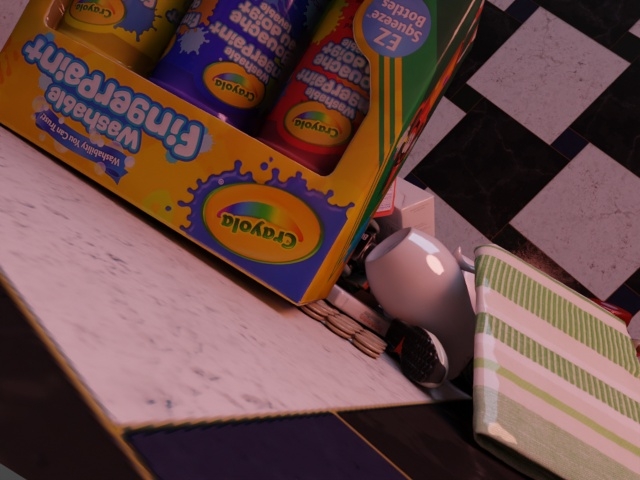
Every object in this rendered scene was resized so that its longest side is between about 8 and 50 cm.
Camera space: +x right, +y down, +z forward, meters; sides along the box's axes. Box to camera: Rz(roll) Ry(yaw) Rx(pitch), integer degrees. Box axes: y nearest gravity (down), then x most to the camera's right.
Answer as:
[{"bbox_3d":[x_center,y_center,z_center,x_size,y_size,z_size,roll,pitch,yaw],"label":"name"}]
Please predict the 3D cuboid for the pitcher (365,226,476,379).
[{"bbox_3d":[0.180,0.069,0.663,0.207,0.178,0.125,51,4,-7],"label":"pitcher"}]

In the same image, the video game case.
[{"bbox_3d":[0.031,0.090,0.748,0.206,0.026,0.227,37,-4,-37],"label":"video game case"}]

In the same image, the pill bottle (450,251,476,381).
[{"bbox_3d":[0.345,0.184,0.834,0.363,0.210,0.210,32,0,-10],"label":"pill bottle"}]

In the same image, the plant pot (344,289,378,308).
[{"bbox_3d":[0.134,0.042,1.161,0.263,0.229,0.263,31,0,0],"label":"plant pot"}]

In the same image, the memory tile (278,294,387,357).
[{"bbox_3d":[0.014,0.094,0.557,0.148,0.012,0.113,33,0,13],"label":"memory tile"}]

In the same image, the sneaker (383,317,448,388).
[{"bbox_3d":[0.132,0.141,0.558,0.075,0.057,0.161,26,-2,-9],"label":"sneaker"}]

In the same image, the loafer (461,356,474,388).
[{"bbox_3d":[0.331,0.247,0.697,0.267,0.096,0.084,35,9,-11],"label":"loafer"}]

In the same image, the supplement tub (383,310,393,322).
[{"bbox_3d":[0.252,0.165,1.003,0.199,0.144,0.144,32,0,-18],"label":"supplement tub"}]

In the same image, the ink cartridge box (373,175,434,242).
[{"bbox_3d":[0.157,0.000,0.914,0.134,0.078,0.231,43,-30,50],"label":"ink cartridge box"}]

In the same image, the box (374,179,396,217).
[{"bbox_3d":[-0.034,-0.114,0.758,0.300,0.154,0.142,-10,30,-20],"label":"box"}]

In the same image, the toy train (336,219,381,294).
[{"bbox_3d":[0.000,0.000,0.929,0.334,0.142,0.190,25,-20,32],"label":"toy train"}]

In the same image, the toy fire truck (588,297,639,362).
[{"bbox_3d":[0.653,0.251,0.993,0.302,0.169,0.254,8,17,-40],"label":"toy fire truck"}]

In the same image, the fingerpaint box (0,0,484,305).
[{"bbox_3d":[-0.103,-0.196,0.535,0.445,0.371,0.163,31,1,11],"label":"fingerpaint box"}]

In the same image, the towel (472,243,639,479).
[{"bbox_3d":[0.274,0.143,0.517,0.248,0.038,0.325,31,36,-2],"label":"towel"}]
